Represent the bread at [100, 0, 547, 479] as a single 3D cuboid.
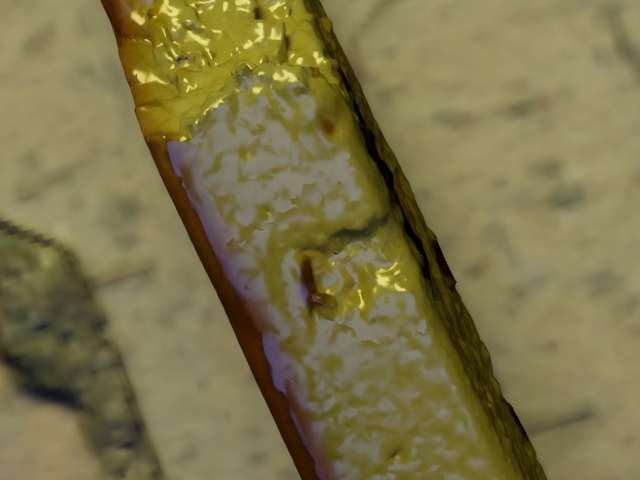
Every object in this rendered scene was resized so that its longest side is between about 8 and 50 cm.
[{"bbox_3d":[0.000,0.000,0.452,0.049,0.088,0.226,-24,104,7],"label":"bread"}]
